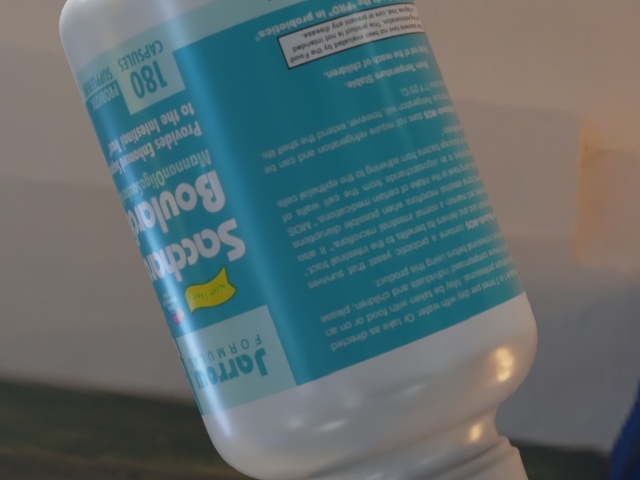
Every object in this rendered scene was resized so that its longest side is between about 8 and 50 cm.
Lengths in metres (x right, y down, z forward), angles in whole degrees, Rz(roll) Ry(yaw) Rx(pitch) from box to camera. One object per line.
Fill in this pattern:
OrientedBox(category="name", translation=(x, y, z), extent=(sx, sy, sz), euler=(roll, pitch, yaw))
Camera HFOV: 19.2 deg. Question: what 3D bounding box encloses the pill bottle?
OrientedBox(category="pill bottle", translation=(0.000, 0.000, 0.792), extent=(0.146, 0.146, 0.264), euler=(-22, -92, 25))
